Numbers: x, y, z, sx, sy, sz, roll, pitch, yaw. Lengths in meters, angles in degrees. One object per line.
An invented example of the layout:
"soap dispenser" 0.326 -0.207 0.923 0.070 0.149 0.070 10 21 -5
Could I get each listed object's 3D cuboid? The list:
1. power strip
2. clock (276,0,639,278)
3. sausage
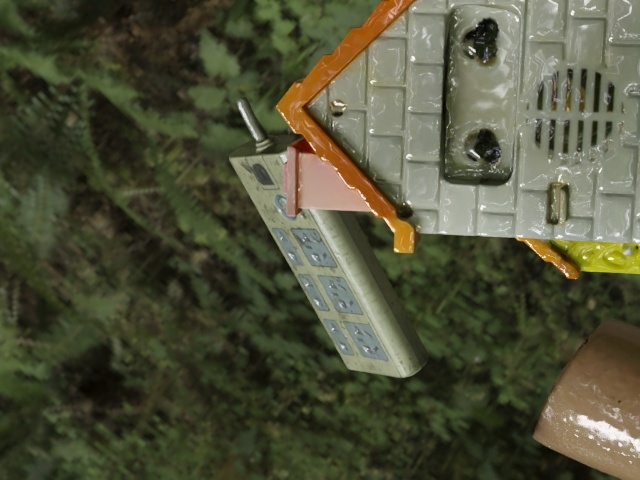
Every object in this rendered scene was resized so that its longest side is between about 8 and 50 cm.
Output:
"power strip" 0.000 0.000 1.011 0.092 0.034 0.268 2 126 55
"clock" 0.106 -0.091 0.795 0.255 0.106 0.219 4 101 8
"sausage" 0.294 0.147 0.978 0.253 0.123 0.123 20 141 23
